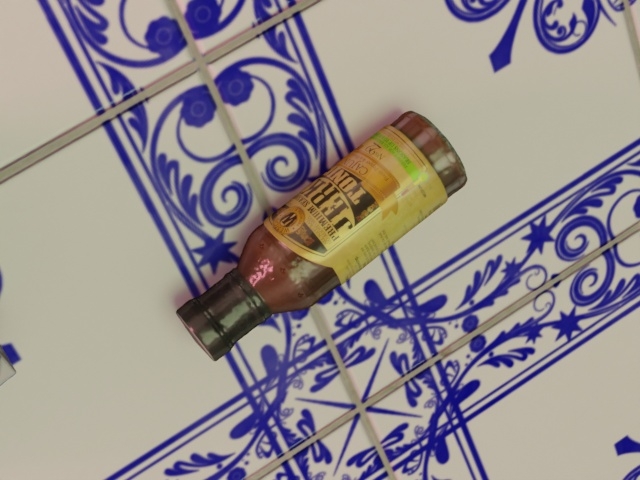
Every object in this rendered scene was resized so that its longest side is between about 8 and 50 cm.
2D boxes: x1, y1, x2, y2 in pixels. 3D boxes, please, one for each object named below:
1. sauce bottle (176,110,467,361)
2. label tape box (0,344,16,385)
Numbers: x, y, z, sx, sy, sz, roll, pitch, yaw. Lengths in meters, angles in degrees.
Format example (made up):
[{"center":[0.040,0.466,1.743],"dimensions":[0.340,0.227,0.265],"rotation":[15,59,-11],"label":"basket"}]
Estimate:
[{"center":[0.000,0.000,1.394],"dimensions":[0.344,0.111,0.111],"rotation":[-39,124,-9],"label":"sauce bottle"},{"center":[-0.485,0.069,1.168],"dimensions":[0.249,0.115,0.348],"rotation":[-39,126,-8],"label":"label tape box"}]
